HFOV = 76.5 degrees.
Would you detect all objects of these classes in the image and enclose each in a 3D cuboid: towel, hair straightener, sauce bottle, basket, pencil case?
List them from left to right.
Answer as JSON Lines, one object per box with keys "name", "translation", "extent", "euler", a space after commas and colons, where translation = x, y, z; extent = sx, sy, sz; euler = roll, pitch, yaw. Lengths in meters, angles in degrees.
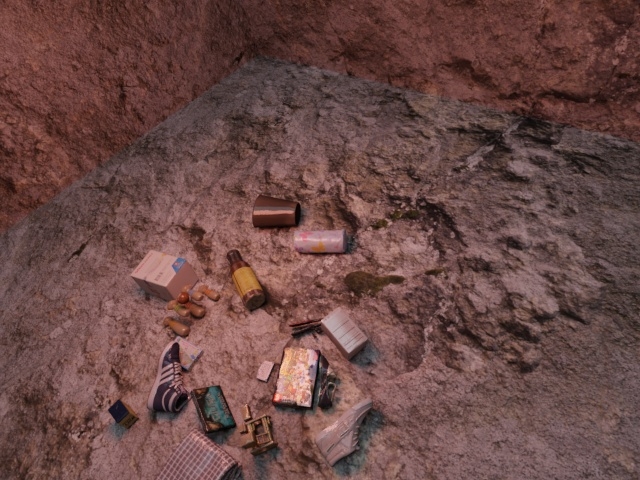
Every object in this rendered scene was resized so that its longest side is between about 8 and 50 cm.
{"name": "towel", "translation": [-0.448, 0.845, 1.419], "extent": [0.235, 0.121, 0.284], "euler": [22, 58, 28]}
{"name": "sauce bottle", "translation": [-0.373, 0.176, 1.974], "extent": [0.111, 0.111, 0.344], "euler": [-26, 51, -10]}
{"name": "basket", "translation": [-0.231, -0.150, 2.198], "extent": [0.227, 0.154, 0.204], "euler": [5, 53, 12]}
{"name": "hair straightener", "translation": [-0.019, 0.387, 1.774], "extent": [0.230, 0.047, 0.089], "euler": [-11, 66, -4]}
{"name": "pencil case", "translation": [0.000, 0.000, 2.041], "extent": [0.273, 0.113, 0.124], "euler": [-2, 41, 11]}

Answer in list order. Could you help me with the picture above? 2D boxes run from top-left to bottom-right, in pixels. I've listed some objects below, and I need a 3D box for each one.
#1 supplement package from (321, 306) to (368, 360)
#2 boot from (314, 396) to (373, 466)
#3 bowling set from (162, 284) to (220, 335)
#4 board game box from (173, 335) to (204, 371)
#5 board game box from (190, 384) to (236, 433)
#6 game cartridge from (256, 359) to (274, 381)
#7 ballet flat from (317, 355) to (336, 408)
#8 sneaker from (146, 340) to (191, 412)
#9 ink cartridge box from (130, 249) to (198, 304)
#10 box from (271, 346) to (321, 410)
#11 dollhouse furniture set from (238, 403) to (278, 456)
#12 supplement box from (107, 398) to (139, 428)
{"name": "supplement package", "translation": [0.097, 0.385, 1.681], "extent": [0.105, 0.105, 0.179], "euler": [-34, 64, -19]}
{"name": "boot", "translation": [0.112, 0.691, 1.460], "extent": [0.258, 0.095, 0.123], "euler": [-36, 58, -7]}
{"name": "bowling set", "translation": [-0.629, 0.276, 1.895], "extent": [0.154, 0.200, 0.287], "euler": [21, 54, 28]}
{"name": "board game box", "translation": [-0.609, 0.502, 1.805], "extent": [0.154, 0.026, 0.103], "euler": [19, 57, 26]}
{"name": "board game box", "translation": [-0.419, 0.655, 1.584], "extent": [0.126, 0.026, 0.186], "euler": [8, 31, -44]}
{"name": "game cartridge", "translation": [-0.232, 0.544, 1.696], "extent": [0.056, 0.017, 0.083], "euler": [13, 54, 17]}
{"name": "ballet flat", "translation": [0.029, 0.554, 1.596], "extent": [0.074, 0.074, 0.203], "euler": [-3, 56, 10]}
{"name": "sneaker", "translation": [-0.600, 0.567, 1.684], "extent": [0.153, 0.099, 0.282], "euler": [3, 66, 18]}
{"name": "ink cartridge box", "translation": [-0.770, 0.181, 2.017], "extent": [0.232, 0.168, 0.171], "euler": [14, 54, 22]}
{"name": "box", "translation": [-0.093, 0.553, 1.639], "extent": [0.159, 0.044, 0.233], "euler": [1, 51, 12]}
{"name": "dollhouse furniture set", "translation": [-0.240, 0.667, 1.497], "extent": [0.101, 0.161, 0.182], "euler": [-21, 50, -6]}
{"name": "supplement box", "translation": [-0.796, 0.701, 1.639], "extent": [0.083, 0.083, 0.056], "euler": [30, 62, 31]}
